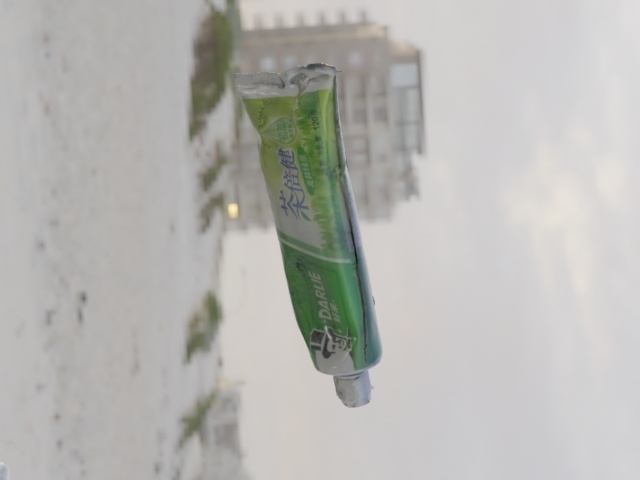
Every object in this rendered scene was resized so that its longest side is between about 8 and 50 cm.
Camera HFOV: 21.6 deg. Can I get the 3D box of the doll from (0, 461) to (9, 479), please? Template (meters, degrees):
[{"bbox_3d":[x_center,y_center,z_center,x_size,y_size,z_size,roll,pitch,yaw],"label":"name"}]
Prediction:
[{"bbox_3d":[-0.305,0.251,1.434,0.241,0.099,0.135,50,4,7],"label":"doll"}]

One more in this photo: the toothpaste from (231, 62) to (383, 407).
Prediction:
[{"bbox_3d":[0.000,0.000,1.136,0.047,0.078,0.248,-46,129,-57],"label":"toothpaste"}]
